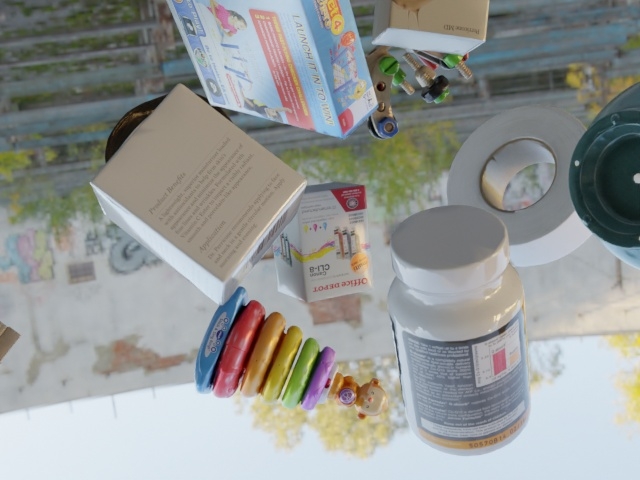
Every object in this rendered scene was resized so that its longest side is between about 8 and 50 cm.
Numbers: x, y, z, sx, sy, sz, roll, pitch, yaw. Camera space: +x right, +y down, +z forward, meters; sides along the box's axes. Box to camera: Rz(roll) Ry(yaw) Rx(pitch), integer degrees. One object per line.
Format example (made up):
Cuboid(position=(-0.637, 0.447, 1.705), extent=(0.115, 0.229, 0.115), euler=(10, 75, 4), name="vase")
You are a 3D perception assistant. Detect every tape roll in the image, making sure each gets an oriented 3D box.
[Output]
Cuboid(position=(0.374, -0.099, 1.618), extent=(0.286, 0.286, 0.100), euler=(1, 159, 37), name="tape roll")

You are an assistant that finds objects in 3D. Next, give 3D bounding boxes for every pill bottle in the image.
Cuboid(position=(0.165, 0.108, 1.063), extent=(0.162, 0.278, 0.162), euler=(-8, -147, 5), name="pill bottle")

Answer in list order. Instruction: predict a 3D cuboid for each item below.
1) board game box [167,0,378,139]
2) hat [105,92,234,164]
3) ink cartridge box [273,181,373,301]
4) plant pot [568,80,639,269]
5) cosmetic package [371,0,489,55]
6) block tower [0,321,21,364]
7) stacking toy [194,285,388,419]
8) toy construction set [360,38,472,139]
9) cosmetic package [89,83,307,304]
Cuboid(position=(-0.089, -0.320, 1.292), extent=(0.302, 0.308, 0.086), euler=(20, -127, 39), name="board game box")
Cuboid(position=(-0.295, -0.180, 1.966), extent=(0.331, 0.331, 0.134), euler=(-13, -175, -28), name="hat")
Cuboid(position=(0.000, 0.000, 1.466), extent=(0.128, 0.176, 0.127), euler=(-10, -170, -24), name="ink cartridge box")
Cuboid(position=(0.448, -0.084, 1.155), extent=(0.196, 0.293, 0.293), euler=(-6, -173, -40), name="plant pot")
Cuboid(position=(0.177, -0.456, 1.372), extent=(0.160, 0.309, 0.113), euler=(4, 179, -10), name="cosmetic package")
Cuboid(position=(-0.661, 0.210, 1.669), extent=(0.335, 0.091, 0.097), euler=(-22, -149, 55), name="block tower")
Cuboid(position=(-0.036, 0.206, 1.392), extent=(0.302, 0.175, 0.166), euler=(22, 169, 2), name="stacking toy")
Cuboid(position=(0.136, -0.378, 1.787), extent=(0.257, 0.237, 0.309), euler=(-40, -166, 24), name="toy construction set")
Cuboid(position=(-0.137, -0.047, 1.018), extent=(0.151, 0.183, 0.151), euler=(-51, 177, -15), name="cosmetic package")
